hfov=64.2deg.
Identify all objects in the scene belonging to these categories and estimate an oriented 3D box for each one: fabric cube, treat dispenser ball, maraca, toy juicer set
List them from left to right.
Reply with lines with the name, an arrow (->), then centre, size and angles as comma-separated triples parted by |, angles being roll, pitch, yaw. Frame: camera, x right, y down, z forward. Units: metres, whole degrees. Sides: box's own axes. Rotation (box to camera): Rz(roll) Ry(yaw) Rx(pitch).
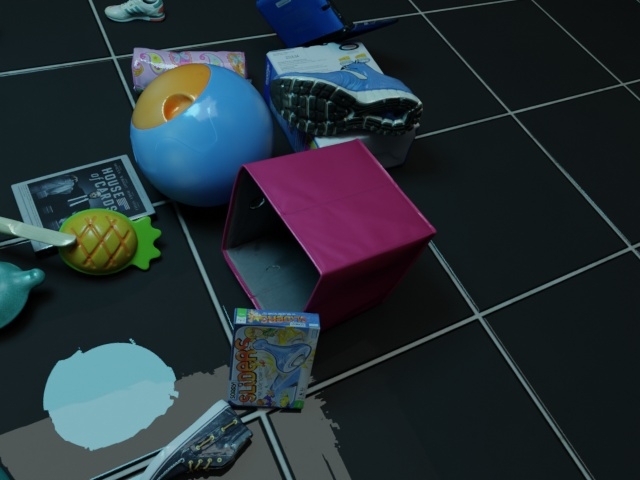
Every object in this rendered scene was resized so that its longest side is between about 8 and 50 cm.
toy juicer set -> -0.609, 0.075, 0.896 | 0.209, 0.089, 0.329 | 32, 67, 15
maraca -> -0.402, 0.004, 0.981 | 0.185, 0.099, 0.127 | 2, 92, -27
treat dispenser ball -> -0.238, -0.212, 1.045 | 0.288, 0.288, 0.288 | 5, 55, -8
fabric cube -> 0.000, 0.000, 0.952 | 0.258, 0.254, 0.259 | -20, 61, -32

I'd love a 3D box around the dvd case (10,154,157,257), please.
dvd case -> -0.489, -0.078, 1.061 | 0.238, 0.030, 0.179 | -22, 64, -24

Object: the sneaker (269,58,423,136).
sneaker -> 0.050, -0.313, 1.111 | 0.329, 0.130, 0.147 | 4, 45, -17

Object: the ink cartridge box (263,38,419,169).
ink cartridge box -> 0.029, -0.350, 1.277 | 0.270, 0.151, 0.396 | -16, 63, -21

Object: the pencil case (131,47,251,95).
pencil case -> -0.320, -0.414, 1.272 | 0.284, 0.124, 0.124 | -2, 57, -14

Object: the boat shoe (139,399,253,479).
boat shoe -> -0.195, 0.344, 0.812 | 0.083, 0.065, 0.183 | 40, 57, 16

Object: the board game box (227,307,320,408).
board game box -> -0.082, 0.202, 0.851 | 0.136, 0.201, 0.035 | 5, 34, -8

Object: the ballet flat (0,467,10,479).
ballet flat -> -0.451, 0.406, 0.715 | 0.248, 0.086, 0.086 | 38, 57, 14

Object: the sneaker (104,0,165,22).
sneaker -> -0.516, -0.654, 1.416 | 0.161, 0.075, 0.057 | -6, 58, -16

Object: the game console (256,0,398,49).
game console -> 0.012, -0.607, 1.352 | 0.173, 0.293, 0.250 | -51, 119, -15
